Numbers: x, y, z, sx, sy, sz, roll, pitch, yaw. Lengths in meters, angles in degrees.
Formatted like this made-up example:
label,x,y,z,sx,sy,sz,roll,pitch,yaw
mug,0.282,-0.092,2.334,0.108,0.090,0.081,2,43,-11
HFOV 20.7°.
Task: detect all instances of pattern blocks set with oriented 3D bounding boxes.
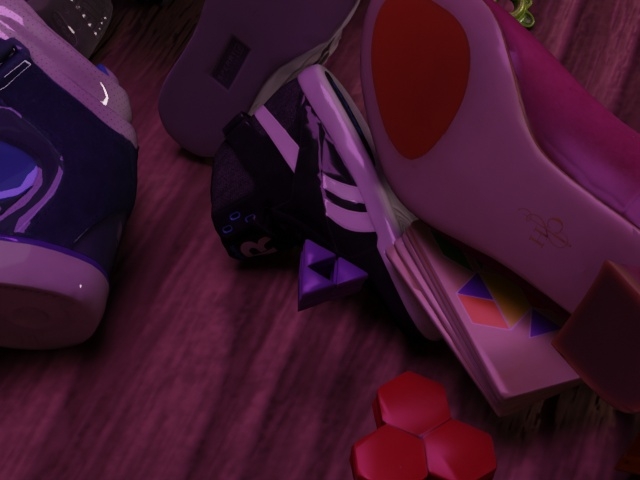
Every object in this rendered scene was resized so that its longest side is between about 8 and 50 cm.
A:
label,x,y,z,sx,sy,sz,roll,pitch,yaw
pattern blocks set,0.146,0.027,1.051,0.325,0.026,0.285,-7,53,-14

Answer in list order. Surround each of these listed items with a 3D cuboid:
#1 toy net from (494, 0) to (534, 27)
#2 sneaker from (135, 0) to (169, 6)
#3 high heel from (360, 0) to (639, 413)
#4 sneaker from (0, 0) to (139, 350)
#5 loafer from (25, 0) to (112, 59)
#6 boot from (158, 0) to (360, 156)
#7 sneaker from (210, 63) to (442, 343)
label,x,y,z,sx,sy,sz,roll,pitch,yaw
toy net,0.079,-0.251,1.394,0.232,0.045,0.122,26,75,4
sneaker,-0.154,-0.217,1.466,0.083,0.031,0.035,14,44,26
high heel,0.158,-0.024,1.037,0.181,0.127,0.377,10,39,-39
sneaker,-0.275,-0.071,1.134,0.323,0.130,0.236,14,56,-17
loafer,-0.239,-0.137,1.352,0.087,0.094,0.251,-20,22,27
boot,-0.021,-0.167,1.225,0.095,0.258,0.123,44,48,-1
sneaker,0.000,0.000,1.145,0.121,0.079,0.217,-34,58,15
